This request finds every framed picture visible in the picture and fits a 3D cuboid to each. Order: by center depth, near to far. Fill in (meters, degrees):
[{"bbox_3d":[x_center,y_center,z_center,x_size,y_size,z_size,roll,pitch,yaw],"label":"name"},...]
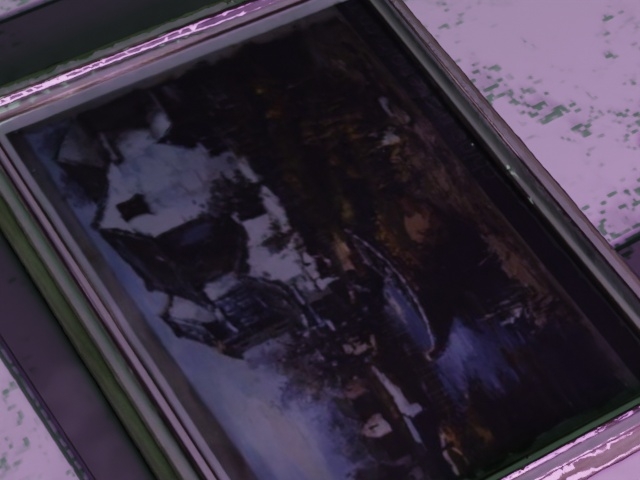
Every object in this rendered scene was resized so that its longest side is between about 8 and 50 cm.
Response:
[{"bbox_3d":[0.000,0.000,0.768,0.232,0.019,0.296,-25,59,-22],"label":"framed picture"}]
